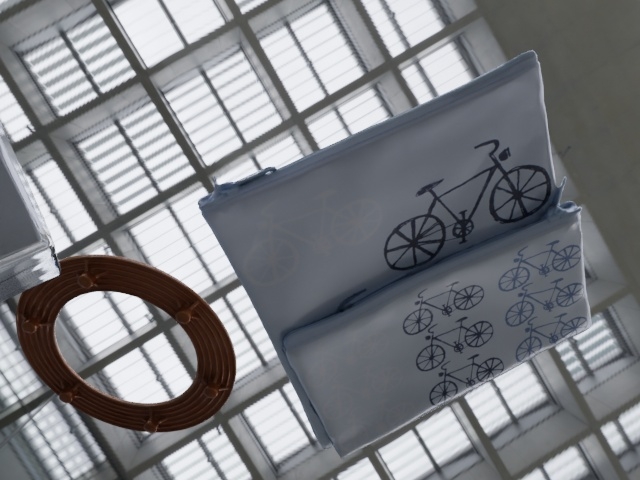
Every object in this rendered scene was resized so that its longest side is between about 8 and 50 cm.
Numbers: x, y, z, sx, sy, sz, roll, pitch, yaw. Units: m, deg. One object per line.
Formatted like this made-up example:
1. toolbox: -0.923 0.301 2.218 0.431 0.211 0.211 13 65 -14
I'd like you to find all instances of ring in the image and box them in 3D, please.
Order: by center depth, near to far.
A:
1. ring: -0.289 0.168 0.929 0.336 0.032 0.336 4 -59 7

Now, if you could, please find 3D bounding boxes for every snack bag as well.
1. snack bag: 0.099 0.031 0.594 0.323 0.037 0.342 -25 -56 -5

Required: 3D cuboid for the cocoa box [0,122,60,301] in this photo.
1. cocoa box: -0.324 -0.092 0.345 0.231 0.228 0.347 -26 -87 -21
